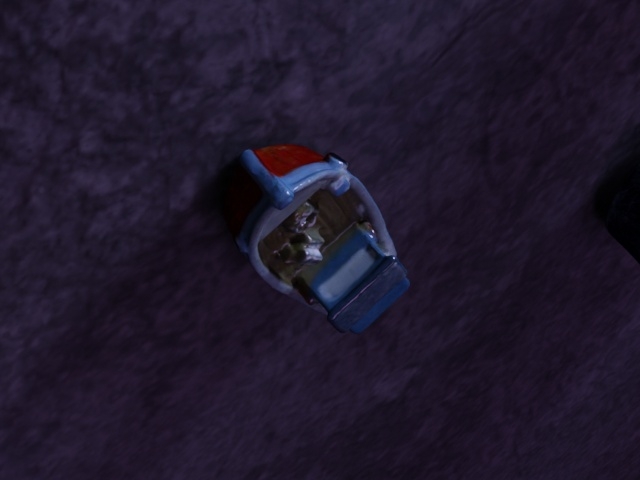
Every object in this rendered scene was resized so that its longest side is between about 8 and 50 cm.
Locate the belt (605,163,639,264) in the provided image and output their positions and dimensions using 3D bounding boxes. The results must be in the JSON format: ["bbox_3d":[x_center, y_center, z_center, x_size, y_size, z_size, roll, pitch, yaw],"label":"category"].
[{"bbox_3d":[0.269,-0.036,1.141,0.190,0.082,0.141,-21,148,-36],"label":"belt"}]

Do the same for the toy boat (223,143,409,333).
[{"bbox_3d":[0.000,0.000,0.868,0.069,0.059,0.173,-42,152,-1],"label":"toy boat"}]
